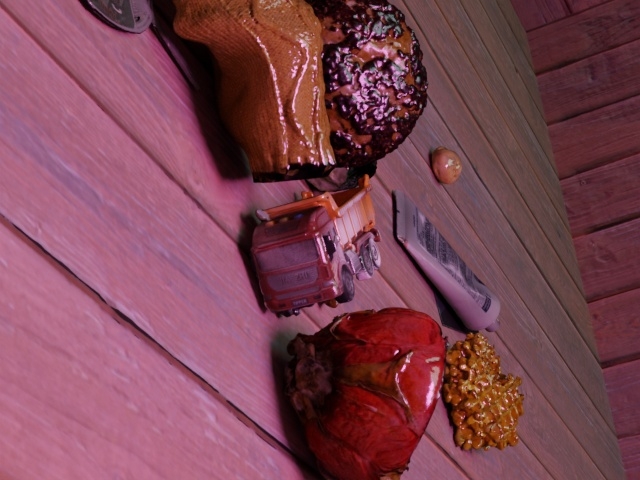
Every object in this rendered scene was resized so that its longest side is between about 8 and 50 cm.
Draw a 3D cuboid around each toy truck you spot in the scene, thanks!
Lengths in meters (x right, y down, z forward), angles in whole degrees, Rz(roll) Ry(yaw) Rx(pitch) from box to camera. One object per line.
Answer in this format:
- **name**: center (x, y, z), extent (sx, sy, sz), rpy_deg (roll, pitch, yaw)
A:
- **toy truck**: center (0.000, 0.000, 1.576), extent (0.270, 0.114, 0.135), rpy_deg (-42, 116, -70)

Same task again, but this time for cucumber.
- **cucumber**: center (0.037, -0.109, 1.847), extent (0.241, 0.074, 0.074), rpy_deg (-15, 86, -72)

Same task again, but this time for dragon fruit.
- **dragon fruit**: center (0.031, 0.164, 1.452), extent (0.148, 0.223, 0.218), rpy_deg (26, -3, -17)

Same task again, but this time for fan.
- **fan**: center (-0.224, -0.314, 1.414), extent (0.294, 0.012, 0.223), rpy_deg (33, 40, -62)

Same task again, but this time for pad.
- **pad**: center (0.240, 0.092, 2.321), extent (0.243, 0.004, 0.163), rpy_deg (24, 50, -64)

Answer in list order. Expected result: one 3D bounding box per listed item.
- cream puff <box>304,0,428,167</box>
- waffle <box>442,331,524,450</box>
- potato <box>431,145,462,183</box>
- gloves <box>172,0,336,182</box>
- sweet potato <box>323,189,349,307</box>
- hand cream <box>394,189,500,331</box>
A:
- **cream puff**: center (0.031, -0.213, 1.654), extent (0.239, 0.239, 0.165), rpy_deg (68, -19, -9)
- **waffle**: center (0.271, 0.248, 2.100), extent (0.193, 0.070, 0.197), rpy_deg (19, 62, -51)
- **potato**: center (0.245, -0.150, 2.493), extent (0.083, 0.062, 0.068), rpy_deg (-119, -167, -55)
- **gloves**: center (-0.077, -0.233, 1.500), extent (0.356, 0.155, 0.203), rpy_deg (64, -1, -6)
- **sweet potato**: center (0.024, 0.017, 1.730), extent (0.050, 0.050, 0.214), rpy_deg (54, 31, -40)
- **hand cream**: center (0.219, 0.056, 2.217), extent (0.340, 0.078, 0.124), rpy_deg (46, 31, -34)
